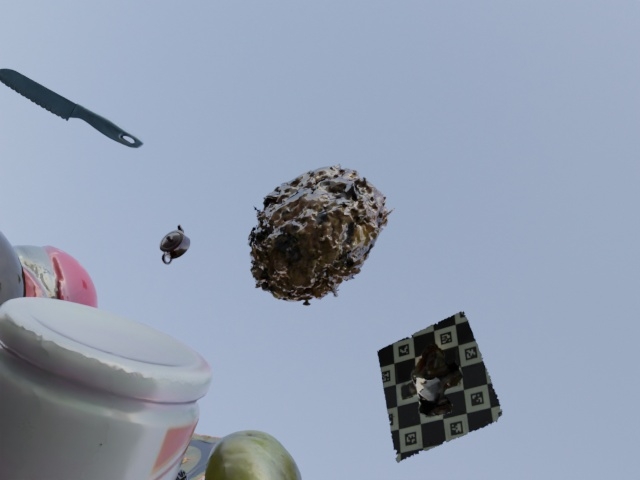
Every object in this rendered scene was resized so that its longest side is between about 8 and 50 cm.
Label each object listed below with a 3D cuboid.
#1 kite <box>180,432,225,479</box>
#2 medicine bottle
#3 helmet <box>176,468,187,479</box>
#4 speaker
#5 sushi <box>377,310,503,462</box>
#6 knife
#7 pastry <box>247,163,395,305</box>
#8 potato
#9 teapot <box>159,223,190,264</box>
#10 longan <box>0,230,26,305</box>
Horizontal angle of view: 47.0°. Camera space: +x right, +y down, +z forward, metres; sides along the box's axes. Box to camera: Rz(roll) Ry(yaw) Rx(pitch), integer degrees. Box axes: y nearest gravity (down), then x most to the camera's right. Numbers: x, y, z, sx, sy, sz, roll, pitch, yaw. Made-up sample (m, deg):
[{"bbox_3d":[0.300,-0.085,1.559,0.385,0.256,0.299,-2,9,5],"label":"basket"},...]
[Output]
[{"bbox_3d":[-0.357,0.497,1.613,0.328,0.377,0.013,-15,-79,-4],"label":"kite"},{"bbox_3d":[-0.243,0.229,0.664,0.202,0.202,0.315,22,-89,23],"label":"medicine bottle"},{"bbox_3d":[-0.318,0.332,1.116,0.160,0.279,0.230,-35,-124,-17],"label":"helmet"},{"bbox_3d":[-0.603,0.143,1.465,0.294,0.294,0.294,-1,-92,24],"label":"speaker"},{"bbox_3d":[0.195,0.243,1.219,0.193,0.040,0.210,-29,-134,20],"label":"sushi"},{"bbox_3d":[-0.491,-0.256,1.433,0.313,0.019,0.044,29,-88,-8],"label":"knife"},{"bbox_3d":[0.000,0.000,1.272,0.275,0.193,0.274,-17,-140,15],"label":"pastry"},{"bbox_3d":[-0.093,0.385,0.999,0.149,0.228,0.197,14,-61,-14],"label":"potato"},{"bbox_3d":[-0.329,0.008,1.634,0.068,0.045,0.100,-4,-130,32],"label":"teapot"},{"bbox_3d":[-0.628,0.083,1.124,0.288,0.350,0.288,13,-71,43],"label":"longan"}]
